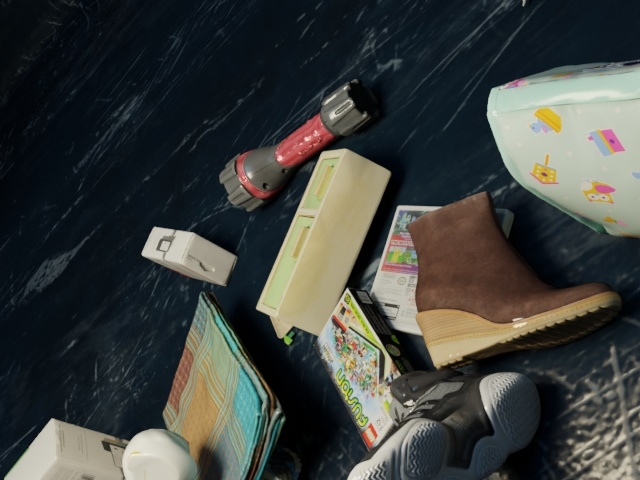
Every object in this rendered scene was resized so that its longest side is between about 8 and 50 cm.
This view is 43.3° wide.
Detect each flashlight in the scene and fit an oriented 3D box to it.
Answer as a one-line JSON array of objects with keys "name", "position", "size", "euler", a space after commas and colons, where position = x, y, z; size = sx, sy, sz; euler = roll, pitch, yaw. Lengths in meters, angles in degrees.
[{"name": "flashlight", "position": [-0.040, -0.161, 1.376], "size": [0.304, 0.103, 0.103], "euler": [-32, 47, 34]}]

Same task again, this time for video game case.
[{"name": "video game case", "position": [0.156, 0.041, 1.103], "size": [0.201, 0.023, 0.183], "euler": [5, 73, 51]}]

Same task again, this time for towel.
[{"name": "towel", "position": [-0.167, 0.272, 1.237], "size": [0.370, 0.040, 0.271], "euler": [46, 121, 58]}]

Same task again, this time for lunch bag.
[{"name": "lunch bag", "position": [0.323, -0.102, 0.803], "size": [0.223, 0.262, 0.160], "euler": [6, 74, 51]}]

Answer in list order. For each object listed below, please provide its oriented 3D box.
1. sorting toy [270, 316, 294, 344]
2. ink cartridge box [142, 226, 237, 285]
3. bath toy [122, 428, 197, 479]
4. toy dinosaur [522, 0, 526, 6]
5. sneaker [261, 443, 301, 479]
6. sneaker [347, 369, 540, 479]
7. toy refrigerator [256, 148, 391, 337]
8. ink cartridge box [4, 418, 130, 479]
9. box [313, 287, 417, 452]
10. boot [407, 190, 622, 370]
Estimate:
[{"name": "sorting toy", "position": [-0.052, 0.127, 1.296], "size": [0.062, 0.012, 0.083], "euler": [-47, 41, 19]}, {"name": "ink cartridge box", "position": [-0.241, 0.028, 1.490], "size": [0.150, 0.109, 0.063], "euler": [8, 71, 50]}, {"name": "bath toy", "position": [-0.248, 0.429, 1.179], "size": [0.129, 0.151, 0.348], "euler": [-62, -21, -77]}, {"name": "toy dinosaur", "position": [0.278, -0.501, 1.199], "size": [0.160, 0.121, 0.313], "euler": [-37, 47, 10]}, {"name": "sneaker", "position": [-0.093, 0.332, 1.191], "size": [0.191, 0.071, 0.083], "euler": [20, 91, 60]}, {"name": "sneaker", "position": [0.110, 0.221, 0.898], "size": [0.153, 0.269, 0.101], "euler": [-2, 106, 55]}, {"name": "toy refrigerator", "position": [0.000, 0.000, 1.225], "size": [0.269, 0.094, 0.102], "euler": [-67, 20, -5]}, {"name": "ink cartridge box", "position": [-0.390, 0.409, 1.354], "size": [0.160, 0.219, 0.092], "euler": [-49, 37, 17]}, {"name": "box", "position": [0.065, 0.173, 1.094], "size": [0.114, 0.036, 0.207], "euler": [-61, 37, 25]}, {"name": "boot", "position": [0.215, 0.029, 0.961], "size": [0.248, 0.090, 0.207], "euler": [-22, 60, 33]}]
